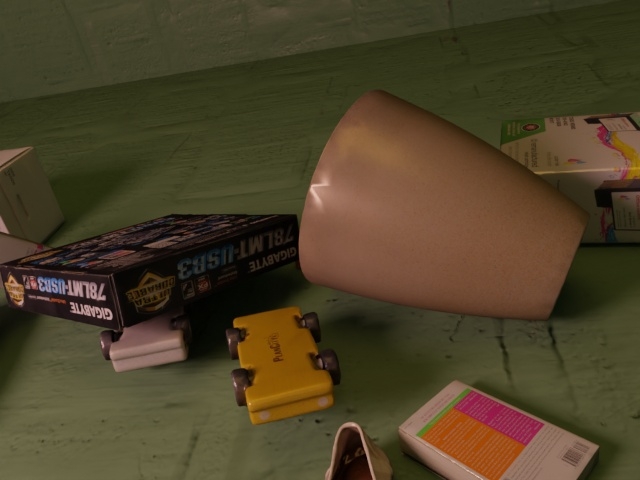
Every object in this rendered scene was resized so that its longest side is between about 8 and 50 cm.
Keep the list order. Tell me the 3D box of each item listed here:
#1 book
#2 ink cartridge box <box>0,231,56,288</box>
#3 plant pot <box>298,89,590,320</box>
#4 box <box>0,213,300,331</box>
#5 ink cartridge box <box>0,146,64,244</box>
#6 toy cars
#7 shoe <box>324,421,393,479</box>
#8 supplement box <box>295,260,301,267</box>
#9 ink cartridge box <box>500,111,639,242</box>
[{"bbox_3d":[0.157,0.184,0.529,0.096,0.035,0.144,-31,34,-35],"label":"book"},{"bbox_3d":[-0.475,0.032,0.913,0.134,0.231,0.078,12,81,37],"label":"ink cartridge box"},{"bbox_3d":[0.156,-0.017,0.700,0.274,0.256,0.256,22,41,22],"label":"plant pot"},{"bbox_3d":[-0.227,0.026,0.805,0.293,0.073,0.296,0,15,41],"label":"box"},{"bbox_3d":[-0.650,-0.059,1.116,0.233,0.171,0.168,-6,30,11],"label":"ink cartridge box"},{"bbox_3d":[-0.123,0.133,0.676,0.394,0.087,0.176,7,22,37],"label":"toy cars"},{"bbox_3d":[0.018,0.238,0.458,0.077,0.058,0.219,-5,30,12],"label":"shoe"},{"bbox_3d":[0.000,0.000,0.904,0.062,0.036,0.098,-3,30,15],"label":"supplement box"},{"bbox_3d":[0.399,-0.093,0.832,0.278,0.117,0.201,-1,31,19],"label":"ink cartridge box"}]
